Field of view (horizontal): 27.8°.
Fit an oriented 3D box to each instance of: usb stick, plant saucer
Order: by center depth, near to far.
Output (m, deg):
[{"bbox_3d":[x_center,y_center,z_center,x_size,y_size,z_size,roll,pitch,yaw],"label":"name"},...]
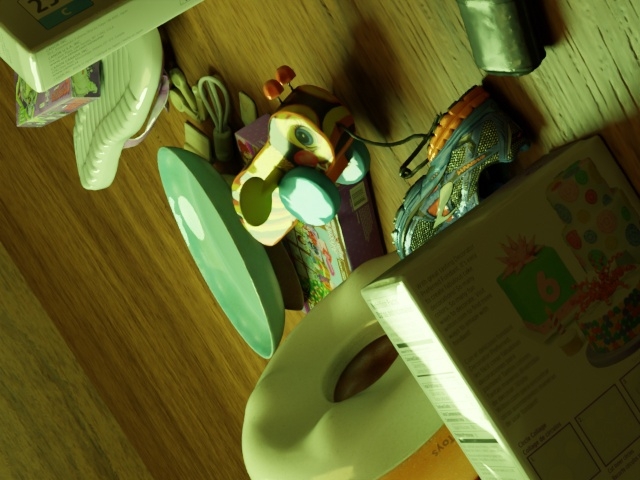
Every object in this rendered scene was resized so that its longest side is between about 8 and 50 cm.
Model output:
[{"bbox_3d":[0.125,-0.263,1.075,0.077,0.045,0.278,22,141,53],"label":"usb stick"},{"bbox_3d":[-0.076,0.025,1.732,0.168,0.029,0.168,56,165,24],"label":"plant saucer"},{"bbox_3d":[-0.127,0.010,1.738,0.318,0.043,0.318,56,164,26],"label":"plant saucer"}]

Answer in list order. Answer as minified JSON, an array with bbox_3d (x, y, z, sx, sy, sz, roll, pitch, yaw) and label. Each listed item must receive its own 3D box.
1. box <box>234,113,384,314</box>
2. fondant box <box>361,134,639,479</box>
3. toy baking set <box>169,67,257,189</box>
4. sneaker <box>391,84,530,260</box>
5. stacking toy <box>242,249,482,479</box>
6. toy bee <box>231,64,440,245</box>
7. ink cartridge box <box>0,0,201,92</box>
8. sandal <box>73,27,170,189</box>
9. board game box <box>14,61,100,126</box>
[{"bbox_3d":[0.000,0.000,1.657,0.201,0.057,0.293,34,150,43],"label":"box"},{"bbox_3d":[0.227,0.111,1.141,0.330,0.238,0.096,57,158,-6],"label":"fondant box"},{"bbox_3d":[-0.143,-0.142,1.777,0.256,0.030,0.197,17,137,55],"label":"toy baking set"},{"bbox_3d":[0.136,-0.042,1.264,0.087,0.083,0.221,37,136,19],"label":"sneaker"},{"bbox_3d":[0.177,0.267,1.448,0.480,0.351,0.350,47,161,-22],"label":"stacking toy"},{"bbox_3d":[-0.013,-0.111,1.404,0.298,0.195,0.162,-35,105,29],"label":"toy bee"},{"bbox_3d":[-0.262,-0.318,1.426,0.261,0.296,0.066,41,153,29],"label":"ink cartridge box"},{"bbox_3d":[-0.271,-0.205,1.847,0.416,0.102,0.169,140,120,-61],"label":"sandal"},{"bbox_3d":[-0.403,-0.292,1.939,0.347,0.056,0.208,-3,85,64],"label":"board game box"}]
